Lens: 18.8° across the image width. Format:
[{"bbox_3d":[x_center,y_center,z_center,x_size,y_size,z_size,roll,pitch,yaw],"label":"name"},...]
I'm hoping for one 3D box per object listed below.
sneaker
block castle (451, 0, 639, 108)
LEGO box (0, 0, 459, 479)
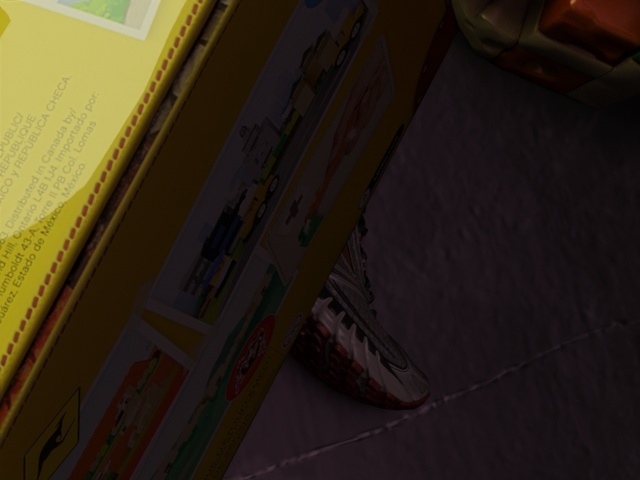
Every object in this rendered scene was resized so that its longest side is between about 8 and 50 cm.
[{"bbox_3d":[0.000,0.000,1.118,0.092,0.088,0.225,-34,93,-17],"label":"sneaker"},{"bbox_3d":[0.272,-0.221,1.147,0.453,0.213,0.303,22,79,-11],"label":"block castle"},{"bbox_3d":[-0.145,0.021,0.886,0.193,0.372,0.500,27,84,14],"label":"LEGO box"}]
